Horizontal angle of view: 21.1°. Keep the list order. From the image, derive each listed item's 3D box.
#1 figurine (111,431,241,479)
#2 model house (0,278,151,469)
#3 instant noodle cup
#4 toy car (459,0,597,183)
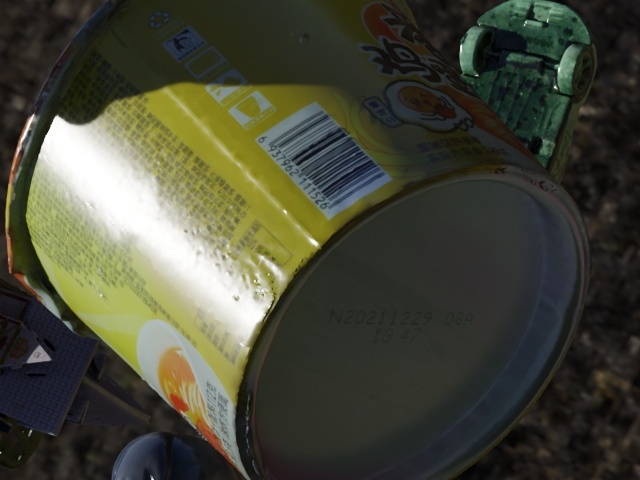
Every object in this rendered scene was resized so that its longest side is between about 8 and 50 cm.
[{"bbox_3d":[-0.188,0.359,2.029,0.175,0.197,0.265,150,125,-76],"label":"figurine"},{"bbox_3d":[-0.183,0.094,1.133,0.088,0.167,0.117,15,72,28],"label":"model house"},{"bbox_3d":[0.000,0.000,0.871,0.264,0.264,0.200,-56,47,11],"label":"instant noodle cup"},{"bbox_3d":[0.192,-0.093,1.760,0.136,0.125,0.305,15,77,31],"label":"toy car"}]
